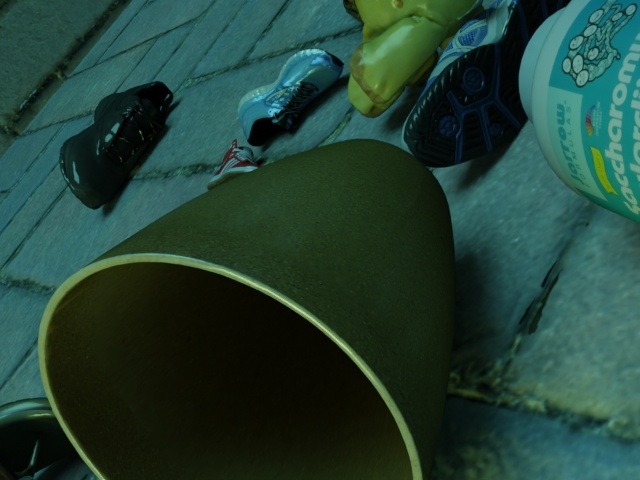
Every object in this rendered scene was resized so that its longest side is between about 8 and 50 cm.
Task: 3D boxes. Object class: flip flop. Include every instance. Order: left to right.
[{"bbox_3d":[-0.334,0.243,0.934,0.277,0.112,0.080,-31,53,3],"label":"flip flop"}]

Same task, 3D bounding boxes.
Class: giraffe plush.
[{"bbox_3d":[0.057,-0.241,0.884,0.181,0.170,0.210,-44,-1,-23],"label":"giraffe plush"}]

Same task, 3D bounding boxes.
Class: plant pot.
[{"bbox_3d":[-0.008,0.040,0.622,0.237,0.237,0.254,-26,18,38],"label":"plant pot"}]

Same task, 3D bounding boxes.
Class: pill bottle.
[{"bbox_3d":[0.208,-0.070,0.499,0.146,0.146,0.264,-47,24,0],"label":"pill bottle"}]

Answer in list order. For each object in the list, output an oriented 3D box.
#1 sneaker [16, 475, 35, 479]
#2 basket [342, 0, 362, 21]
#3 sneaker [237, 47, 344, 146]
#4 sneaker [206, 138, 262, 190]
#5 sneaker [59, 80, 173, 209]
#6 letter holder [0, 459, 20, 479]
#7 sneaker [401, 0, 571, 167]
[{"bbox_3d":[-0.210,0.232,0.763,0.234,0.106,0.078,-25,34,39],"label":"sneaker"},{"bbox_3d":[0.143,-0.385,1.127,0.299,0.223,0.213,-46,58,3],"label":"basket"},{"bbox_3d":[-0.032,-0.163,1.138,0.162,0.063,0.073,-34,45,34],"label":"sneaker"},{"bbox_3d":[-0.086,-0.088,1.113,0.118,0.042,0.067,-8,49,57],"label":"sneaker"},{"bbox_3d":[-0.321,-0.168,1.536,0.130,0.109,0.286,-23,36,31],"label":"sneaker"},{"bbox_3d":[-0.389,0.247,0.786,0.214,0.302,0.152,-31,34,6],"label":"letter holder"},{"bbox_3d":[0.134,-0.134,0.806,0.211,0.080,0.081,-48,17,-24],"label":"sneaker"}]
